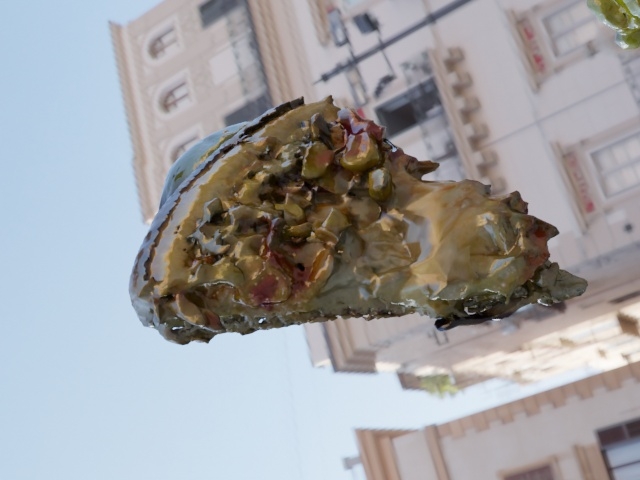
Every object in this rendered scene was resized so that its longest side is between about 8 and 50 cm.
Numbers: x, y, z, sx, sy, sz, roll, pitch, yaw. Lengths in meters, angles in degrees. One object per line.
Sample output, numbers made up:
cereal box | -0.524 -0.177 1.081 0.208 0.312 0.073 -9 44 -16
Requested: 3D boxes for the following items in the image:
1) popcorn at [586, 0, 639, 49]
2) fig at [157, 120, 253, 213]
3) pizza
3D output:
popcorn | 0.439 -0.361 1.311 0.197 0.155 0.197 2 -94 -31
fig | -0.062 -0.029 0.839 0.144 0.166 0.154 30 177 9
pizza | 0.000 0.000 0.653 0.251 0.287 0.074 -33 -46 -31
